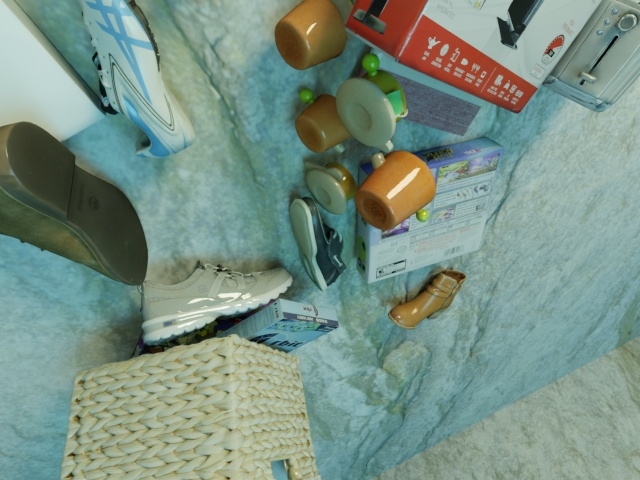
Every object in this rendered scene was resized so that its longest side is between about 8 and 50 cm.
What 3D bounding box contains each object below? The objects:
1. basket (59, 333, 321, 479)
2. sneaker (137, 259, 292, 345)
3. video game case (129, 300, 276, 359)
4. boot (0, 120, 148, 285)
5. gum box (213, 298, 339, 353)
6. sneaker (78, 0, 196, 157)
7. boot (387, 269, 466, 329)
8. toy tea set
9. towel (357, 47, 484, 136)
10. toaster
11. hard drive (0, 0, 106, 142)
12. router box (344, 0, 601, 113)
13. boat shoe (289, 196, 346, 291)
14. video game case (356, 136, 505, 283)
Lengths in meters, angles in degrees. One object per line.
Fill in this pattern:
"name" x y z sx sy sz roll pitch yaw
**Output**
"basket" -0.213 0.351 0.743 0.332 0.266 0.328 -17 153 13
"sneaker" -0.170 0.079 0.719 0.282 0.115 0.105 -14 170 -41
"video game case" -0.229 0.185 0.831 0.232 0.041 0.210 11 124 -36
"boot" -0.325 -0.025 0.530 0.116 0.112 0.305 -10 150 4
"gum box" -0.084 0.176 0.803 0.185 0.041 0.157 -33 146 29
"sneaker" -0.212 -0.189 0.447 0.086 0.085 0.237 -25 137 -12
"boot" 0.265 0.139 1.040 0.197 0.073 0.152 -7 136 -40
"toy tea set" 0.061 -0.162 0.571 0.124 0.200 0.335 -42 142 -24
"towel" 0.201 -0.319 0.585 0.237 0.037 0.328 5 127 -32
"toaster" 0.433 -0.294 0.641 0.227 0.129 0.146 -41 161 -50
"hard drive" -0.420 -0.135 0.418 0.308 0.040 0.203 -29 138 0
"router box" 0.221 -0.312 0.447 0.336 0.082 0.301 -6 135 -46
"boat shoe" 0.000 0.000 0.755 0.079 0.084 0.233 -30 142 -12
"video game case" 0.202 -0.055 0.808 0.270 0.061 0.244 -15 131 -15
